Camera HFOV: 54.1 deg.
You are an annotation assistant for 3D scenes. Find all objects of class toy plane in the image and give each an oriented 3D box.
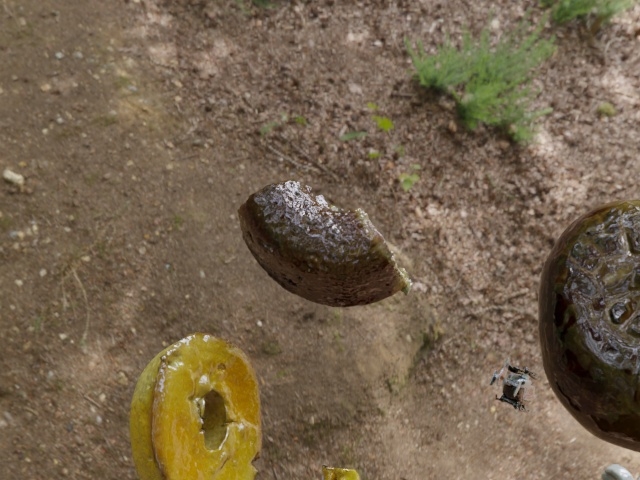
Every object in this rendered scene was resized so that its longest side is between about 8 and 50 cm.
[{"bbox_3d":[0.350,0.261,1.131,0.053,0.197,0.078,22,85,39],"label":"toy plane"}]

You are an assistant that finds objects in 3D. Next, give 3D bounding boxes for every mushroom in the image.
[{"bbox_3d":[0.371,0.094,0.733,0.278,0.163,0.296,-22,60,41],"label":"mushroom"}]

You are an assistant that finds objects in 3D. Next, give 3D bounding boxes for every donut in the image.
[{"bbox_3d":[0.003,0.010,0.742,0.144,0.126,0.186,-35,68,-7],"label":"donut"},{"bbox_3d":[-0.130,0.187,0.642,0.066,0.162,0.178,-15,54,29],"label":"donut"}]

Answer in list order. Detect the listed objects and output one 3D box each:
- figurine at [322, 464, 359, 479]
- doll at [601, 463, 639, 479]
[{"bbox_3d":[0.019,0.475,0.953,0.131,0.156,0.246,21,68,-29],"label":"figurine"},{"bbox_3d":[0.341,0.310,0.416,0.099,0.188,0.384,-18,47,-30],"label":"doll"}]
